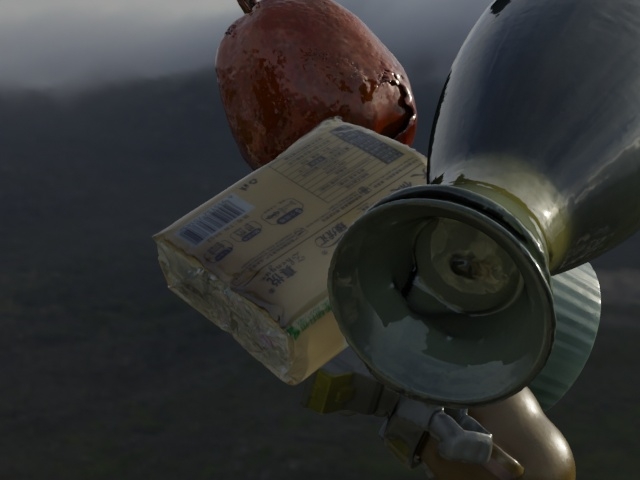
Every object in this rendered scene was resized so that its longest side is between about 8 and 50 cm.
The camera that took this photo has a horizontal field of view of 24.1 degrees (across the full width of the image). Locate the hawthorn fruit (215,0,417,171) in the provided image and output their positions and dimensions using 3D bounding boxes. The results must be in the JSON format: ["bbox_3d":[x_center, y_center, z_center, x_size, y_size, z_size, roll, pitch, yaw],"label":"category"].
[{"bbox_3d":[-0.025,-0.187,1.673,0.211,0.299,0.211,-30,1,1],"label":"hawthorn fruit"}]

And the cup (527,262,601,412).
[{"bbox_3d":[0.146,0.035,2.071,0.392,0.310,0.401,25,34,-25],"label":"cup"}]

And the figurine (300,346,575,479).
[{"bbox_3d":[0.139,0.196,1.587,0.285,0.167,0.342,30,21,14],"label":"figurine"}]

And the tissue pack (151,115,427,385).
[{"bbox_3d":[0.000,0.000,1.236,0.222,0.090,0.186,-35,49,-28],"label":"tissue pack"}]

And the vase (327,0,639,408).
[{"bbox_3d":[0.121,-0.038,0.860,0.173,0.173,0.321,9,28,21],"label":"vase"}]
